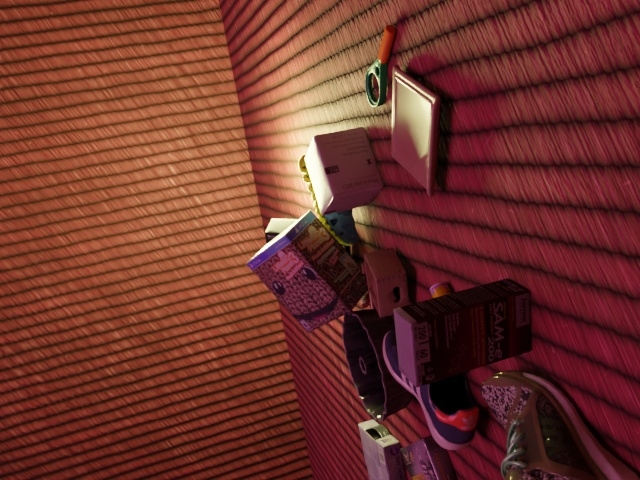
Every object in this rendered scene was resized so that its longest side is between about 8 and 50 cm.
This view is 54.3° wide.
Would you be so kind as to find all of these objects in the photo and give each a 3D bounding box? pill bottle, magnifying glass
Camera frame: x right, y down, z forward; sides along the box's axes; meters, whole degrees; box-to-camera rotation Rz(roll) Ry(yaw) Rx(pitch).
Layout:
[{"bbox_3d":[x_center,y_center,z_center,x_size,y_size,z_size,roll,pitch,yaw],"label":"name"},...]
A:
[{"bbox_3d":[0.281,0.137,1.404,0.043,0.043,0.083,102,151,-57],"label":"pill bottle"},{"bbox_3d":[0.144,-0.412,1.484,0.231,0.026,0.092,100,153,-59],"label":"magnifying glass"}]

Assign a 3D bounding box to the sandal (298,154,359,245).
[{"bbox_3d":[0.048,-0.137,1.875,0.317,0.138,0.126,67,-160,6],"label":"sandal"}]

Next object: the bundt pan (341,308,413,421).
[{"bbox_3d":[0.176,0.347,1.812,0.331,0.124,0.330,166,90,-75],"label":"bundt pan"}]

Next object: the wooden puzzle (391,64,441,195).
[{"bbox_3d":[0.210,-0.243,1.359,0.238,0.044,0.220,-116,19,-53],"label":"wooden puzzle"}]

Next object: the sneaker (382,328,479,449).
[{"bbox_3d":[0.267,0.312,1.480,0.350,0.131,0.148,54,147,42],"label":"sneaker"}]

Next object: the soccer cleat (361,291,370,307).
[{"bbox_3d":[0.145,0.184,1.978,0.083,0.029,0.035,100,162,-49],"label":"soccer cleat"}]

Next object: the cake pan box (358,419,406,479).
[{"bbox_3d":[0.217,0.769,2.134,0.246,0.070,0.266,-179,77,-72],"label":"cake pan box"}]

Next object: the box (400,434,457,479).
[{"bbox_3d":[0.305,0.645,1.727,0.231,0.056,0.183,110,143,-64],"label":"box"}]

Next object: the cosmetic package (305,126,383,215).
[{"bbox_3d":[0.061,-0.189,1.721,0.151,0.151,0.183,122,132,-69],"label":"cosmetic package"}]

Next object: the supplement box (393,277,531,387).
[{"bbox_3d":[0.259,0.164,1.127,0.073,0.240,0.130,-141,40,-65],"label":"supplement box"}]

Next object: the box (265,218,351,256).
[{"bbox_3d":[-0.036,0.033,2.033,0.103,0.261,0.184,-69,-22,-59],"label":"box"}]

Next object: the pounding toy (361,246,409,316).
[{"bbox_3d":[0.176,0.111,1.693,0.206,0.094,0.181,-109,8,-58],"label":"pounding toy"}]

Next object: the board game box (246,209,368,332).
[{"bbox_3d":[-0.034,0.098,1.865,0.291,0.141,0.232,49,137,-5],"label":"board game box"}]

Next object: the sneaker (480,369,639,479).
[{"bbox_3d":[0.361,0.367,1.039,0.410,0.182,0.158,-129,29,-59],"label":"sneaker"}]
